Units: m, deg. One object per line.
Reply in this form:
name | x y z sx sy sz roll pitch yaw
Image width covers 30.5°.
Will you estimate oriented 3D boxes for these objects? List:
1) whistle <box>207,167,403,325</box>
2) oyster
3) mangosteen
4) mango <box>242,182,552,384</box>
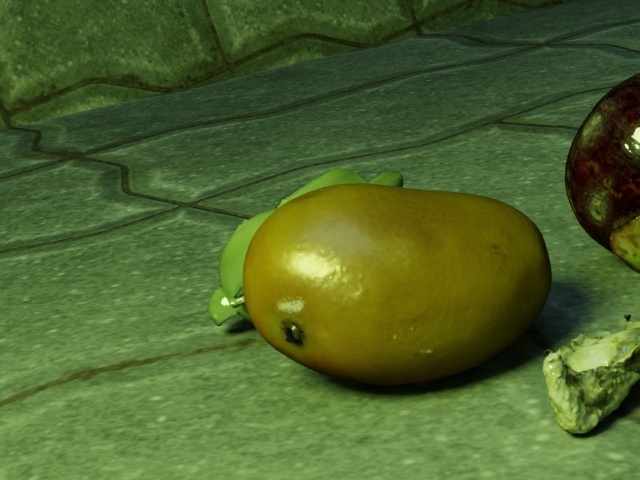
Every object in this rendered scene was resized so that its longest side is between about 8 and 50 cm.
whistle | 0.000 0.000 1.102 0.131 0.106 0.288 -37 -2 40
oyster | 0.224 0.086 0.843 0.200 0.061 0.106 -13 -1 -21
mangosteen | 0.320 -0.045 1.027 0.192 0.192 0.217 -13 56 -15
mango | 0.067 0.032 0.913 0.255 0.139 0.175 -2 44 -13
